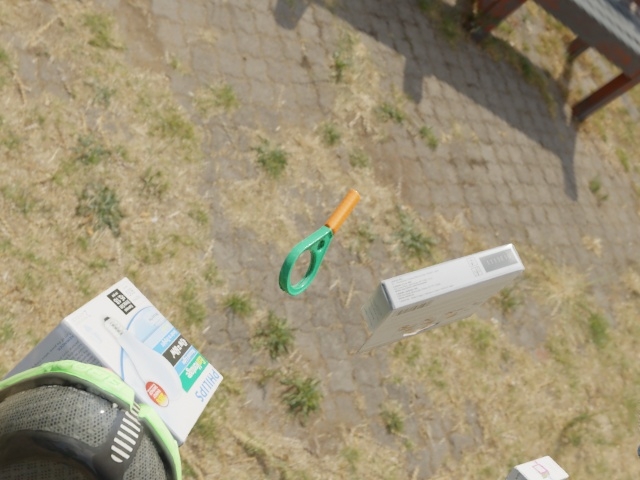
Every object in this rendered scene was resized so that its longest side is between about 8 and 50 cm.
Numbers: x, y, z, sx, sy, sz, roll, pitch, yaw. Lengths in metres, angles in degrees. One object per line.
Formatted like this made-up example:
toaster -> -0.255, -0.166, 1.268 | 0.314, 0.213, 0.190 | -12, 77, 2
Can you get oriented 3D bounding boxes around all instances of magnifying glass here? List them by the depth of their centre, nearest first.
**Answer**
magnifying glass -> 0.000, 0.000, 1.305 | 0.026, 0.092, 0.231 | 25, 65, 30

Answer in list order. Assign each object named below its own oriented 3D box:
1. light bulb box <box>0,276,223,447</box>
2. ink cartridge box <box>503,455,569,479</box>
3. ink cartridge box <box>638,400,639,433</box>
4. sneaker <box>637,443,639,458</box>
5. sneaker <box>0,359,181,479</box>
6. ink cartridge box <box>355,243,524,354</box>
light bulb box -> -0.457, 0.323, 1.682 | 0.361, 0.225, 0.358 | 47, 13, -5
ink cartridge box -> 0.346, 0.415, 1.221 | 0.122, 0.088, 0.052 | 7, 28, -47
ink cartridge box -> 0.626, 0.353, 1.196 | 0.278, 0.117, 0.201 | -90, 168, -53
sneaker -> 0.473, 0.308, 0.890 | 0.067, 0.188, 0.078 | -32, 118, -15
sneaker -> -0.269, 0.280, 0.481 | 0.185, 0.483, 0.202 | 41, 8, -12
ink cartridge box -> 0.204, 0.111, 1.354 | 0.275, 0.239, 0.060 | -15, 69, -21
